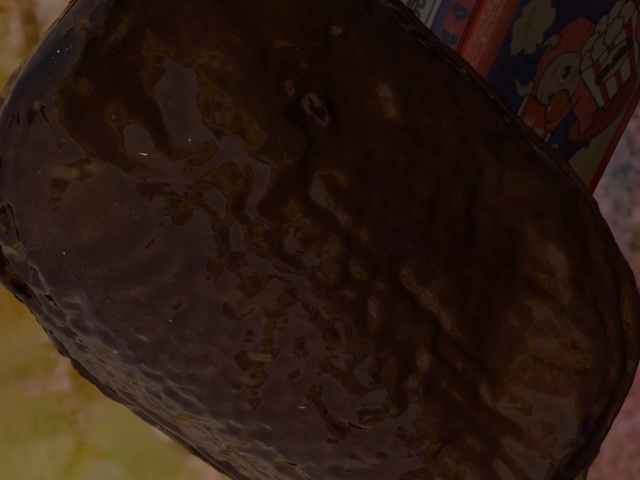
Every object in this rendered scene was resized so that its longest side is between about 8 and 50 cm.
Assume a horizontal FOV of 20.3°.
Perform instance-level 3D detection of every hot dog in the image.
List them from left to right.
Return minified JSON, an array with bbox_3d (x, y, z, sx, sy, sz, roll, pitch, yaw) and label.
[{"bbox_3d":[0.000,0.000,0.692,0.272,0.196,0.122,38,175,-17],"label":"hot dog"}]

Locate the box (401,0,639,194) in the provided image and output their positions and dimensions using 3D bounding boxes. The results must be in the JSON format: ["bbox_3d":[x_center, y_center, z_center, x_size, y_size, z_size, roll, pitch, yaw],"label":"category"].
[{"bbox_3d":[0.015,-0.105,1.271,0.318,0.257,0.348,37,111,32],"label":"box"}]
